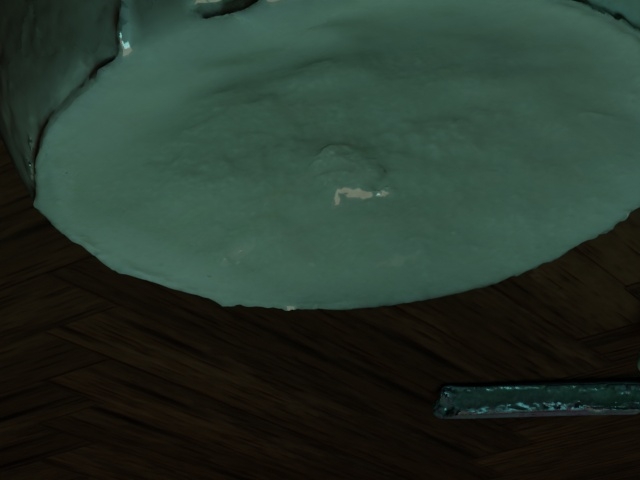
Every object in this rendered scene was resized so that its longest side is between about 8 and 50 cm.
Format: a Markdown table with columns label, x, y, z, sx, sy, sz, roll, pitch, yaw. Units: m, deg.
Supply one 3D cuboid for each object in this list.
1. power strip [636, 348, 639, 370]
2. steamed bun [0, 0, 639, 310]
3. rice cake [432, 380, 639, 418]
| label | x | y | z | sx | sy | sz | roll | pitch | yaw |
| --- | --- | --- | --- | --- | --- | --- | --- | --- | --- |
| power strip | 0.331 | 0.056 | 1.155 | 0.053 | 0.093 | 0.288 | 5 | 153 | -25 |
| steamed bun | 0.010 | -0.113 | 0.628 | 0.324 | 0.206 | 0.324 | -5 | 156 | -2 |
| rice cake | 0.212 | 0.153 | 1.411 | 0.207 | 0.033 | 0.033 | -1 | 164 | -3 |
